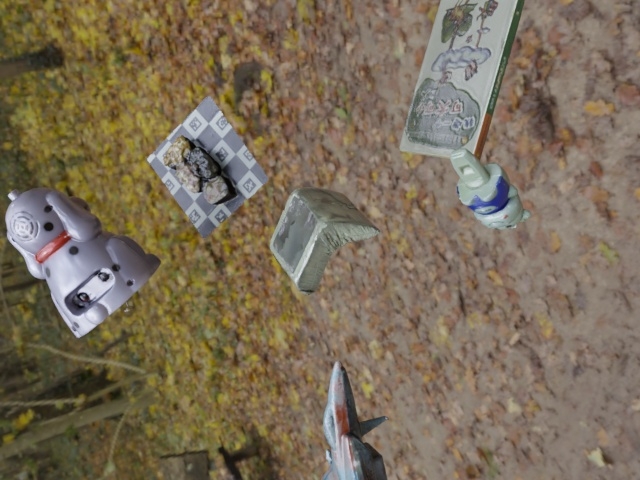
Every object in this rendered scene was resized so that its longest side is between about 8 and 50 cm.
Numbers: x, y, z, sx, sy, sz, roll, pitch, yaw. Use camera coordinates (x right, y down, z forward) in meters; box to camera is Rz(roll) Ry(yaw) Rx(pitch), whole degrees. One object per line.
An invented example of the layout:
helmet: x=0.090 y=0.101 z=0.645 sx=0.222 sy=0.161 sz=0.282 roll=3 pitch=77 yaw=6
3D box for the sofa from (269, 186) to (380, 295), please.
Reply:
sofa: x=0.000 y=0.000 z=1.749 sx=0.210 sy=0.176 sz=0.225 roll=47 pitch=121 yaw=47

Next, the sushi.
sushi: x=-0.234 y=-0.142 z=1.314 sx=0.192 sy=0.050 sz=0.215 roll=-41 pitch=78 yaw=18

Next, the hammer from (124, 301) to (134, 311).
hammer: x=-0.543 y=0.138 z=1.845 sx=0.123 sy=0.029 sz=0.014 roll=63 pitch=159 yaw=7

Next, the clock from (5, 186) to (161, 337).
clock: x=-0.421 y=0.012 z=1.141 sx=0.254 sy=0.189 sz=0.189 roll=49 pitch=154 yaw=-8

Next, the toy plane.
toy plane: x=0.051 y=0.310 z=0.903 sx=0.223 sy=0.104 sz=0.326 roll=-157 pitch=64 yaw=-63

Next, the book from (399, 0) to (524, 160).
book: x=0.293 y=-0.355 z=1.418 sx=0.260 sy=0.043 sz=0.371 roll=23 pitch=99 yaw=62

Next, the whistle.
whistle: x=0.321 y=-0.091 z=1.305 sx=0.110 sy=0.244 sz=0.092 roll=-10 pitch=51 yaw=38
